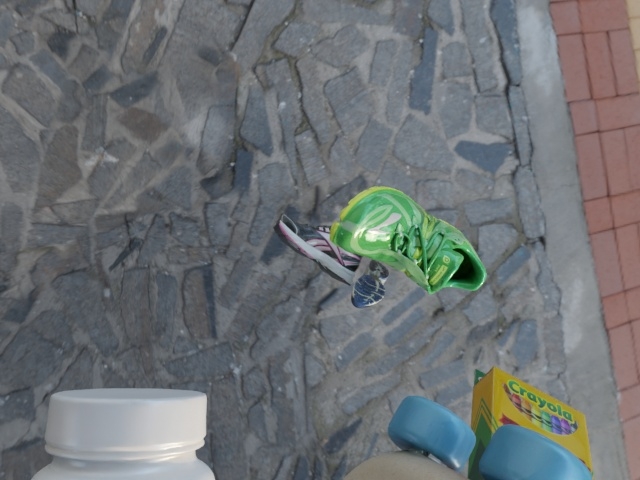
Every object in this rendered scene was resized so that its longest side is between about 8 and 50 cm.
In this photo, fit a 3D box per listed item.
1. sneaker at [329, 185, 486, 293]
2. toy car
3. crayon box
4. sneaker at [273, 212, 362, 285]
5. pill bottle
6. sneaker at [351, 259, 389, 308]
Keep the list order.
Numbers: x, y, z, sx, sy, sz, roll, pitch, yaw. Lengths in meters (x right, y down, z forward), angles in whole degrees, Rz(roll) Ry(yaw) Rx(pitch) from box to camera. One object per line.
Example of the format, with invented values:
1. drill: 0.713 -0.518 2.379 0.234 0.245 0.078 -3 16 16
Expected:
1. sneaker: 0.144 0.005 0.846 0.295 0.123 0.109 15 111 -37
2. toy car: 0.129 0.289 0.457 0.238 0.210 0.219 45 67 -21
3. crayon box: 0.366 0.360 1.017 0.202 0.318 0.081 27 125 -2
4. sneaker: 0.000 0.000 1.001 0.178 0.072 0.077 38 79 -26
5. pill bottle: -0.241 0.384 0.695 0.224 0.224 0.392 4 79 -18
6. sneaker: 0.079 0.087 0.978 0.052 0.135 0.058 35 119 6
